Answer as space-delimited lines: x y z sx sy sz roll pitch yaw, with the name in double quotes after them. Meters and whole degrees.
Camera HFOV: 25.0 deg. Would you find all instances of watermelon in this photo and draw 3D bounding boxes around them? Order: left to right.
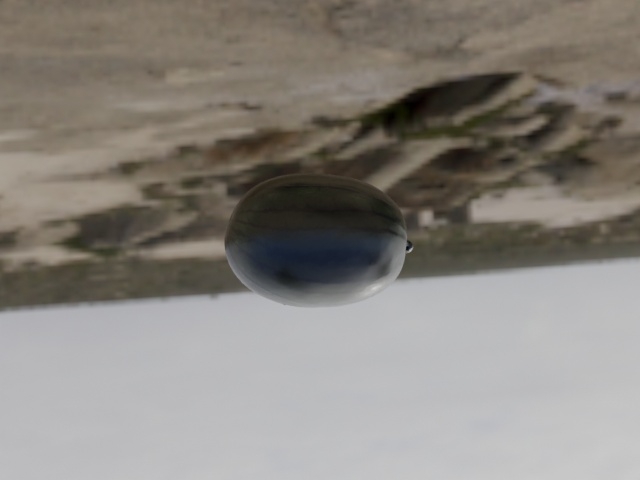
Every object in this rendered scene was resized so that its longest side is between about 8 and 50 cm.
0.000 0.000 0.832 0.111 0.078 0.078 1 180 -5 "watermelon"
